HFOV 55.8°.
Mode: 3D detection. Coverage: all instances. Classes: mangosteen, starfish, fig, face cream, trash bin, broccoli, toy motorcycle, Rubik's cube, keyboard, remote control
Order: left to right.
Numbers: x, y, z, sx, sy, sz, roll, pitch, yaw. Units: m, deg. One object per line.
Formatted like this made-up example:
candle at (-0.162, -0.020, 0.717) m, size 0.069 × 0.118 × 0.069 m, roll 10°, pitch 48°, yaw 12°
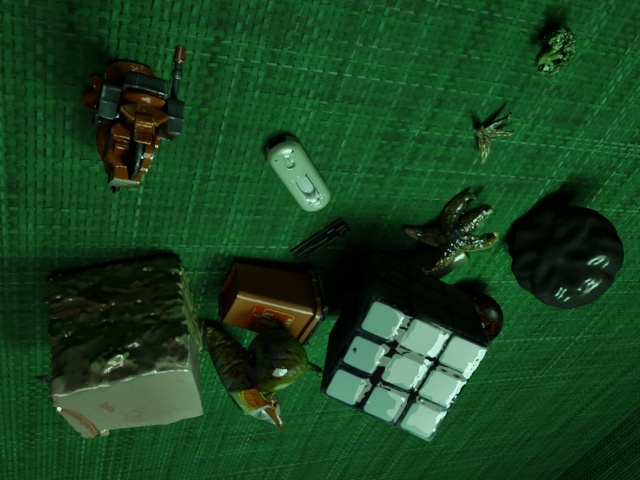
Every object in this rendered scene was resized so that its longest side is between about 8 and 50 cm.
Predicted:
toy motorcycle at (-0.304, -0.195, 0.976) m, size 0.147 × 0.222 × 0.325 m, roll 7°, pitch 176°, yaw -25°
trash bin at (-0.119, 0.141, 1.484) m, size 0.238 × 0.185 × 0.161 m, roll 17°, pitch 127°, yaw -22°
fig at (-0.065, 0.297, 1.435) m, size 0.245 × 0.149 × 0.149 m, roll 21°, pitch 123°, yaw -39°
remote control at (-0.044, -0.137, 1.301) m, size 0.078 × 0.042 × 0.221 m, roll -28°, pitch 139°, yaw 8°
keyboard at (0.000, 0.000, 1.490) m, size 0.155 × 0.010 × 0.053 m, roll -32°, pitch 137°, yaw 12°
Rubik's cube at (0.199, 0.251, 1.508) m, size 0.303 × 0.305 × 0.301 m, roll 25°, pitch 110°, yaw -1°
face cream at (0.240, 0.102, 1.651) m, size 0.341 × 0.084 × 0.137 m, roll -32°, pitch 128°, yaw 15°
starfish at (0.331, -0.014, 1.540) m, size 0.238 × 0.215 × 0.071 m, roll -64°, pitch 170°, yaw 10°
mangosteen at (0.448, 0.260, 1.802) m, size 0.192 × 0.217 × 0.192 m, roll 4°, pitch 155°, yaw 2°
starfish at (0.376, -0.245, 1.367) m, size 0.130 × 0.041 × 0.133 m, roll 13°, pitch 122°, yaw -44°
broccoli at (0.474, -0.385, 1.239) m, size 0.091 × 0.097 × 0.095 m, roll -21°, pitch 108°, yaw -10°

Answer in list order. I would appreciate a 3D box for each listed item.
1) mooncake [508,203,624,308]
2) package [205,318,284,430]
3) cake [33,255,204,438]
mooncake at (0.643, 0.037, 1.607) m, size 0.141 × 0.283 × 0.283 m, roll 13°, pitch 129°, yaw -41°
package at (-0.204, 0.349, 1.563) m, size 0.108 × 0.288 × 0.223 m, roll -38°, pitch 136°, yaw -10°
cake at (-0.416, 0.237, 1.340) m, size 0.314 × 0.307 × 0.293 m, roll -13°, pitch 140°, yaw -9°
